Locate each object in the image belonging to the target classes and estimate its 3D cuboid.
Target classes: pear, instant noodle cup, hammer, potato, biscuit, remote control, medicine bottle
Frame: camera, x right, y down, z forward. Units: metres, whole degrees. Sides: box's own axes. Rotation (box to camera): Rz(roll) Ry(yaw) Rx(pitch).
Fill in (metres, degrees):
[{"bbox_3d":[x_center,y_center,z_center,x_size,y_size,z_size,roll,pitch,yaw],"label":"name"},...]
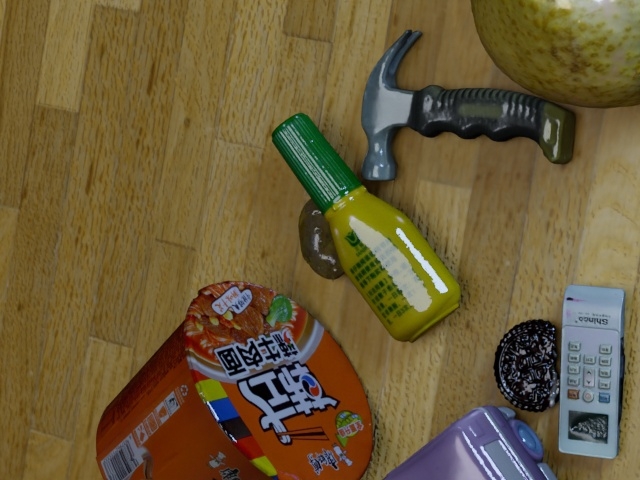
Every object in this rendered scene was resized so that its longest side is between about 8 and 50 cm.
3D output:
[{"bbox_3d":[0.256,-0.246,1.641,0.271,0.271,0.271,0,91,28],"label":"pear"},{"bbox_3d":[-0.100,0.192,1.849,0.192,0.250,0.250,-39,73,31],"label":"instant noodle cup"},{"bbox_3d":[0.147,-0.127,1.816,0.226,0.041,0.159,10,97,28],"label":"hammer"},{"bbox_3d":[0.000,0.000,1.894,0.046,0.045,0.092,-16,83,-12],"label":"potato"},{"bbox_3d":[0.212,0.124,1.792,0.089,0.027,0.087,-48,69,20],"label":"biscuit"},{"bbox_3d":[0.269,0.128,1.762,0.065,0.029,0.166,4,97,27],"label":"remote control"},{"bbox_3d":[0.040,-0.018,1.842,0.095,0.064,0.260,-42,81,33],"label":"medicine bottle"}]

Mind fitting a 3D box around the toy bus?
[{"bbox_3d":[0.169,0.276,1.752,0.142,0.142,0.202,-41,73,22],"label":"toy bus"}]
